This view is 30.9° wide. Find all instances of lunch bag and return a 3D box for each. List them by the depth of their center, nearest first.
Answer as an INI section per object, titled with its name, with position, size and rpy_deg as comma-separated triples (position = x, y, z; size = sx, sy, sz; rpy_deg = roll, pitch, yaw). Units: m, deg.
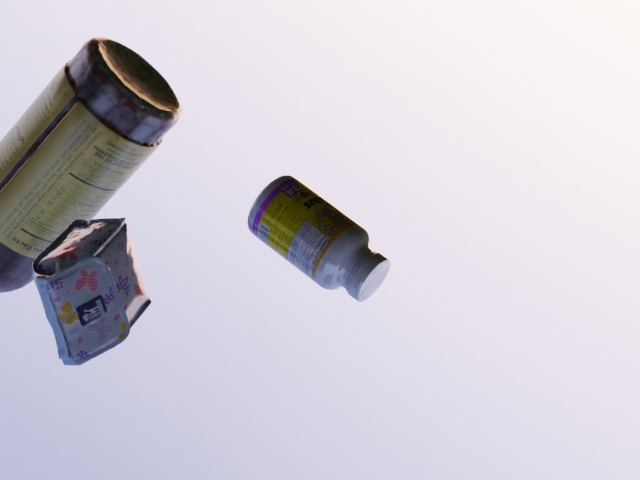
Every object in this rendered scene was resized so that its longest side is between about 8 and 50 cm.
[lunch bag]
position = -0.153, 0.034, 0.764
size = 0.053, 0.071, 0.083
rpy_deg = -1, -153, 23

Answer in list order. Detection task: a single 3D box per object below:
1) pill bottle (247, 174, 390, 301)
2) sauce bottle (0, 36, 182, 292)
[pill bottle]
position = 0.000, 0.000, 0.679
size = 0.083, 0.043, 0.043
rpy_deg = 37, -150, 21
[sauce bottle]
position = -0.272, -0.033, 1.060
size = 0.111, 0.344, 0.111
rpy_deg = 40, -158, -19
